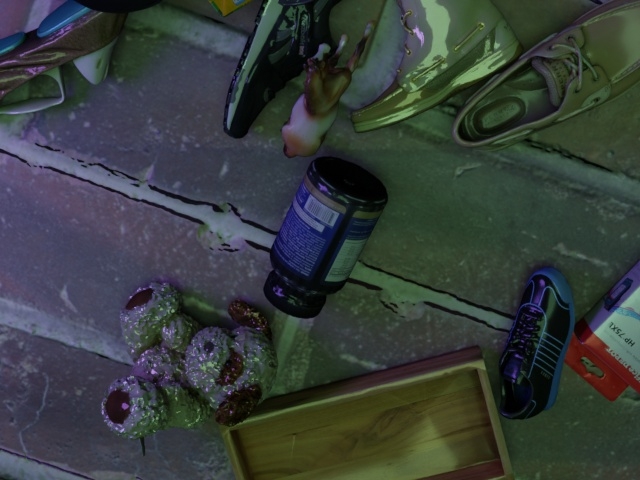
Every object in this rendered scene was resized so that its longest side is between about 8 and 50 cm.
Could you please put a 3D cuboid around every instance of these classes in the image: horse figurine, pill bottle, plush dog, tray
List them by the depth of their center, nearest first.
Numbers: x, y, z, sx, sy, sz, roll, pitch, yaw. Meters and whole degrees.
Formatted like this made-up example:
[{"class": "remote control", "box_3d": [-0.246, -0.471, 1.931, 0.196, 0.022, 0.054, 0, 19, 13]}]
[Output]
[{"class": "horse figurine", "box_3d": [-0.003, -0.188, 1.416, 0.066, 0.174, 0.263, 30, 141, -2]}, {"class": "pill bottle", "box_3d": [0.000, 0.000, 1.507, 0.122, 0.123, 0.219, 25, 116, -3]}, {"class": "plush dog", "box_3d": [-0.171, 0.200, 1.543, 0.225, 0.262, 0.211, -10, 136, 15]}, {"class": "tray", "box_3d": [0.072, 0.313, 1.613, 0.410, 0.076, 0.203, -15, 102, 5]}]

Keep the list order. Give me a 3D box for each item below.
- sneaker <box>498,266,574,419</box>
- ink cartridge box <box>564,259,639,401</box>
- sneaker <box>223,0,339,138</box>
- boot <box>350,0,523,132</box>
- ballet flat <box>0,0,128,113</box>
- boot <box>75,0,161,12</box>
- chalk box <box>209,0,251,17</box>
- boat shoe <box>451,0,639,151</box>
[{"class": "sneaker", "box_3d": [0.313, 0.157, 1.543, 0.081, 0.090, 0.232, 16, 110, 44]}, {"class": "ink cartridge box", "box_3d": [0.474, 0.134, 1.548, 0.134, 0.078, 0.231, 40, 102, -7]}, {"class": "sneaker", "box_3d": [-0.043, -0.262, 1.469, 0.124, 0.107, 0.283, 22, 103, -9]}, {"class": "boot", "box_3d": [0.124, -0.285, 1.456, 0.262, 0.095, 0.203, -29, 101, 7]}, {"class": "ballet flat", "box_3d": [-0.384, -0.258, 1.489, 0.342, 0.116, 0.124, -26, 121, 9]}, {"class": "boot", "box_3d": [-0.318, -0.429, 1.365, 0.263, 0.091, 0.229, 10, 82, -3]}, {"class": "chalk box", "box_3d": [-0.128, -0.426, 1.399, 0.132, 0.213, 0.132, -29, 133, 11]}, {"class": "boat shoe", "box_3d": [0.333, -0.220, 1.420, 0.341, 0.110, 0.122, -34, 87, 21]}]
